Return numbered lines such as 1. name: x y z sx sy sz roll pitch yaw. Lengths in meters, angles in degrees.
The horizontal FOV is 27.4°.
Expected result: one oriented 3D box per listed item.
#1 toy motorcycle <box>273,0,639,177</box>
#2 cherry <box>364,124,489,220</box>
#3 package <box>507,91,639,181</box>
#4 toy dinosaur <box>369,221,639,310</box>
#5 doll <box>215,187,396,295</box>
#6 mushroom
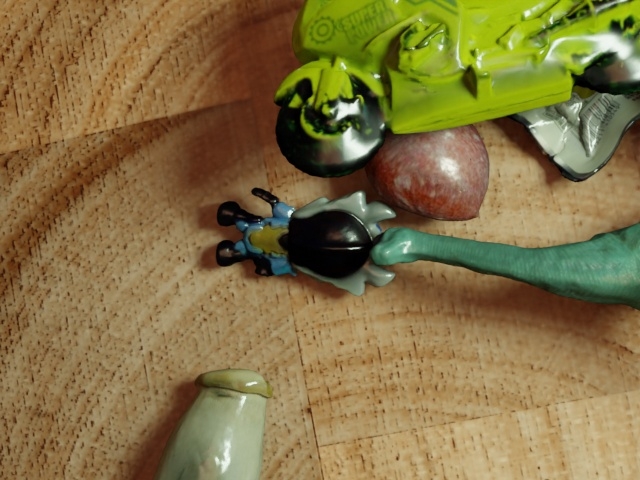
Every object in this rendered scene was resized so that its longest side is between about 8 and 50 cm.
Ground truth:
1. toy motorcycle: 0.117 -0.174 1.090 0.342 0.142 0.206 -15 72 1
2. cherry: 0.065 -0.102 1.170 0.107 0.090 0.225 -36 68 -19
3. package: 0.211 -0.170 1.179 0.232 0.040 0.166 43 90 18
4. toy dinosaur: 0.280 -0.005 1.122 0.331 0.383 0.129 19 117 47
5. doll: 0.000 0.000 1.183 0.195 0.070 0.096 4 101 17
6. mushroom: -0.140 0.273 1.171 0.109 0.097 0.351 28 85 32
